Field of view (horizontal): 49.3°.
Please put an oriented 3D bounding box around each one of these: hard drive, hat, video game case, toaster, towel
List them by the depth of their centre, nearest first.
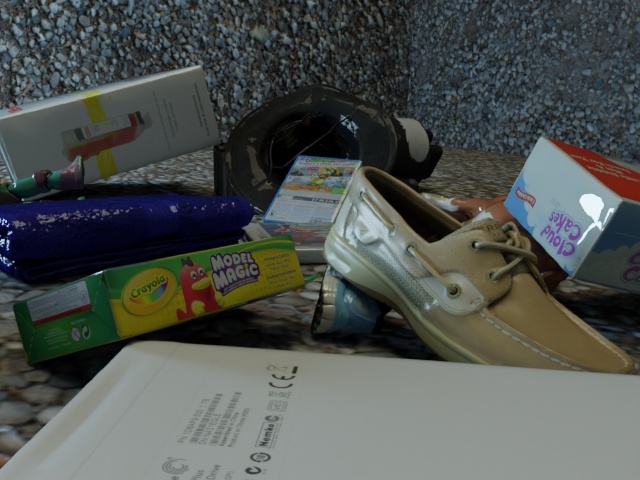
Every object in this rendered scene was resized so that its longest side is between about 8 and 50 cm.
[{"bbox_3d":[0.041,0.117,0.357,0.353,0.047,0.233,3,11,4],"label":"hard drive"},{"bbox_3d":[-0.267,-0.012,0.869,0.308,0.076,0.228,-8,9,-41],"label":"towel"},{"bbox_3d":[0.000,0.000,0.972,0.201,0.023,0.183,0,12,-16],"label":"video game case"},{"bbox_3d":[-0.010,-0.079,1.149,0.119,0.015,0.166,7,48,21],"label":"video game case"},{"bbox_3d":[-0.011,-0.133,1.297,0.331,0.331,0.134,7,-32,20],"label":"hat"},{"bbox_3d":[-0.138,-0.149,1.445,0.186,0.110,0.168,-2,12,-21],"label":"toaster"}]

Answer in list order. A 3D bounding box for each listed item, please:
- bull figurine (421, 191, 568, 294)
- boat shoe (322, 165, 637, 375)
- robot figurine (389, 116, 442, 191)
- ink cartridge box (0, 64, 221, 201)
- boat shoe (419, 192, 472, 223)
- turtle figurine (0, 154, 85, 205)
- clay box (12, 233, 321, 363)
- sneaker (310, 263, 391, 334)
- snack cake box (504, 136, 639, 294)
[{"bbox_3d":[0.213,-0.003,0.850,0.189,0.101,0.310,3,11,12],"label":"bull figurine"},{"bbox_3d":[0.121,0.029,0.564,0.109,0.098,0.302,-2,27,-42],"label":"boat shoe"},{"bbox_3d":[0.143,-0.202,1.636,0.278,0.173,0.209,-2,10,-26],"label":"robot figurine"},{"bbox_3d":[-0.431,-0.220,1.373,0.385,0.160,0.279,-20,20,-22],"label":"ink cartridge box"},{"bbox_3d":[0.137,-0.036,1.089,0.207,0.073,0.073,17,55,38],"label":"boat shoe"},{"bbox_3d":[-0.456,-0.067,0.984,0.234,0.118,0.175,1,-29,-17],"label":"turtle figurine"},{"bbox_3d":[-0.113,0.041,0.572,0.127,0.053,0.222,-18,-2,38],"label":"clay box"},{"bbox_3d":[0.036,0.053,0.670,0.073,0.063,0.162,14,21,2],"label":"sneaker"},{"bbox_3d":[0.345,-0.010,0.716,0.264,0.089,0.152,13,28,-20],"label":"snack cake box"}]
